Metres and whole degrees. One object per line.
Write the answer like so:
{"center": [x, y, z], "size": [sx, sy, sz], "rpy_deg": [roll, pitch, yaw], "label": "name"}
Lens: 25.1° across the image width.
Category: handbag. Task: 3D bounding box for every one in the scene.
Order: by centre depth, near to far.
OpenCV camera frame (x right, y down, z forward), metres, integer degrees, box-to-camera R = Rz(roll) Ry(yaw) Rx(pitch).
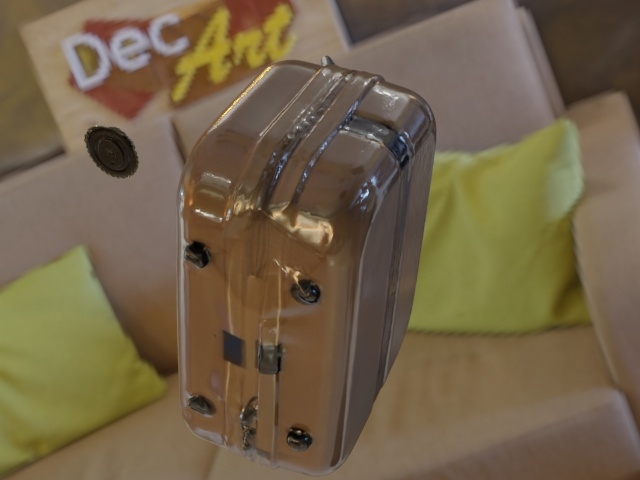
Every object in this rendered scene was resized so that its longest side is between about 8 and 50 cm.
{"center": [0.000, 0.000, 1.117], "size": [0.149, 0.301, 0.283], "rpy_deg": [14, 42, 14], "label": "handbag"}

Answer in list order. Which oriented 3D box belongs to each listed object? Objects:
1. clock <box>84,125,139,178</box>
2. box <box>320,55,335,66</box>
{"center": [-0.264, -0.112, 1.826], "size": [0.074, 0.083, 0.010], "rpy_deg": [8, 43, 20], "label": "clock"}
{"center": [0.007, -0.122, 1.370], "size": [0.054, 0.074, 0.099], "rpy_deg": [-30, 27, 10], "label": "box"}
